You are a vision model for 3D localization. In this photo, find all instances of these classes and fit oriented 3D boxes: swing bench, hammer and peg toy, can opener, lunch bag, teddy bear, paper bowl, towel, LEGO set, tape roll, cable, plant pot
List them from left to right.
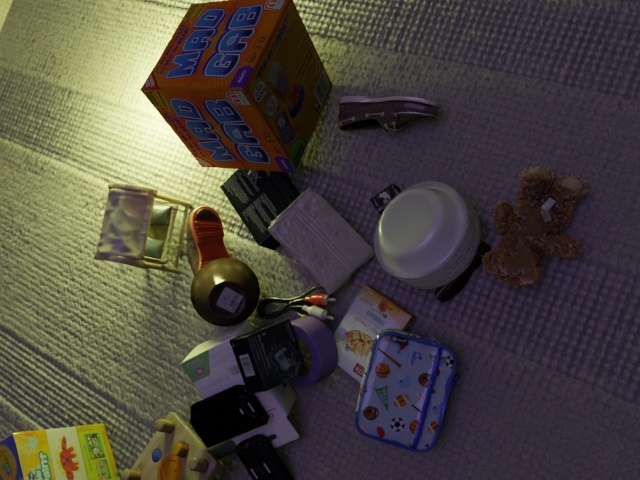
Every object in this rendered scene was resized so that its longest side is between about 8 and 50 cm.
[{"bbox_3d":[-0.584,-0.037,2.093,0.165,0.255,0.253,5,82,27],"label":"swing bench"},{"bbox_3d":[-0.474,0.720,1.859,0.266,0.127,0.361,34,88,37],"label":"hammer and peg toy"},{"bbox_3d":[-0.357,0.640,1.944,0.283,0.076,0.095,-30,72,17],"label":"can opener"},{"bbox_3d":[-0.277,0.163,1.867,0.215,0.230,0.215,0,91,-10],"label":"plant pot"},{"bbox_3d":[-0.196,-0.209,1.953,0.083,0.023,0.054,-25,68,19],"label":"LEGO set"},{"bbox_3d":[-0.073,0.190,1.894,0.287,0.072,0.139,6,87,27],"label":"cable"},{"bbox_3d":[-0.046,0.317,1.811,0.189,0.080,0.189,13,110,40],"label":"tape roll"},{"bbox_3d":[0.000,0.000,1.845,0.187,0.049,0.282,-43,85,-4],"label":"towel"},{"bbox_3d":[0.231,0.385,1.661,0.243,0.115,0.303,16,89,9],"label":"lunch bag"},{"bbox_3d":[0.268,-0.025,1.686,0.284,0.148,0.284,-21,55,33],"label":"paper bowl"},{"bbox_3d":[0.552,-0.035,1.624,0.245,0.113,0.338,6,75,20],"label":"teddy bear"}]

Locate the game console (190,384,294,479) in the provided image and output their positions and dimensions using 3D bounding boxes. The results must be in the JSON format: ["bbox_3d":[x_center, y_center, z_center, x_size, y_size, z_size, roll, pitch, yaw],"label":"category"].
[{"bbox_3d":[-0.211,0.589,1.807,0.213,0.044,0.361,-27,100,21],"label":"game console"}]

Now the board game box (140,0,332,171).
[{"bbox_3d":[-0.232,-0.458,1.887,0.356,0.356,0.356,7,61,27],"label":"board game box"}]

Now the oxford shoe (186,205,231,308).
[{"bbox_3d":[-0.363,0.077,2.059,0.133,0.130,0.363,-21,75,56],"label":"oxford shoe"}]

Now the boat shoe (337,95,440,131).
[{"bbox_3d":[0.194,-0.367,1.855,0.324,0.116,0.096,8,88,32],"label":"boat shoe"}]

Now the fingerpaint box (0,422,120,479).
[{"bbox_3d":[-0.801,0.822,1.965,0.163,0.371,0.445,-33,68,17],"label":"fingerpaint box"}]

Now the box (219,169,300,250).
[{"bbox_3d":[-0.170,-0.129,1.991,0.184,0.103,0.261,-42,64,14],"label":"box"}]

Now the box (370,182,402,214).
[{"bbox_3d":[0.198,-0.116,1.827,0.083,0.062,0.052,-35,68,16],"label":"box"}]

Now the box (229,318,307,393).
[{"bbox_3d":[-0.142,0.315,1.732,0.093,0.158,0.156,-22,87,46],"label":"box"}]

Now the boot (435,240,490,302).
[{"bbox_3d":[0.347,0.059,1.720,0.198,0.077,0.137,-48,58,-4],"label":"boot"}]

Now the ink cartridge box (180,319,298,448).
[{"bbox_3d":[-0.214,0.437,1.844,0.207,0.119,0.353,-28,99,19],"label":"ink cartridge box"}]

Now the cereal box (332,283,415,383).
[{"bbox_3d":[0.135,0.269,1.789,0.173,0.047,0.240,33,95,29],"label":"cereal box"}]
